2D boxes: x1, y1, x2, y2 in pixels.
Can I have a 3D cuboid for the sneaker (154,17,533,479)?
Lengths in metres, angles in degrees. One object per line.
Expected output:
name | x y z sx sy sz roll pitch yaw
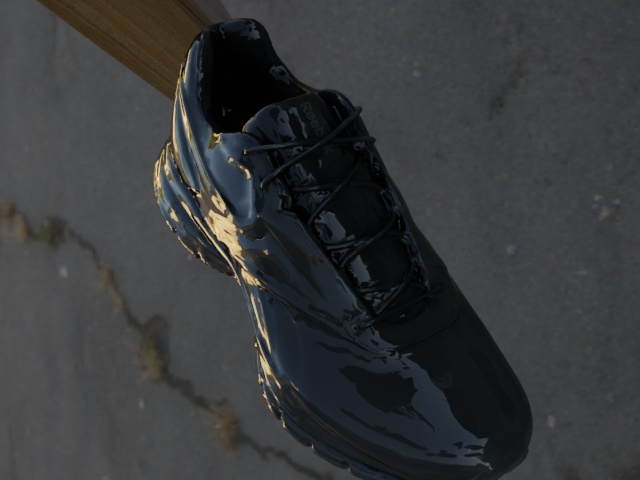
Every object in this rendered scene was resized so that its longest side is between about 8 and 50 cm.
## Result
sneaker | 0.000 0.000 0.520 0.286 0.109 0.130 47 148 28

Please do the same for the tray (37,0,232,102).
tray | -0.165 -0.230 0.875 0.076 0.411 0.203 -34 72 7
